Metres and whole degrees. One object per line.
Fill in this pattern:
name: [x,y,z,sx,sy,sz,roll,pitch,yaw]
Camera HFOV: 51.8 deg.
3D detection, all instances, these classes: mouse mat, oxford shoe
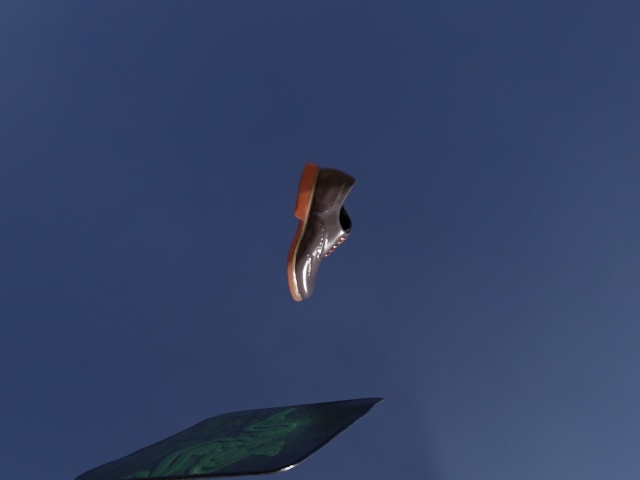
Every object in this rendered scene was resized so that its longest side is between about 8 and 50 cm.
mouse mat: [-0.051,0.134,0.454,0.152,0.189,0.007,-11,-94,21]
oxford shoe: [0.000,0.000,1.141,0.098,0.271,0.097,11,-145,3]
